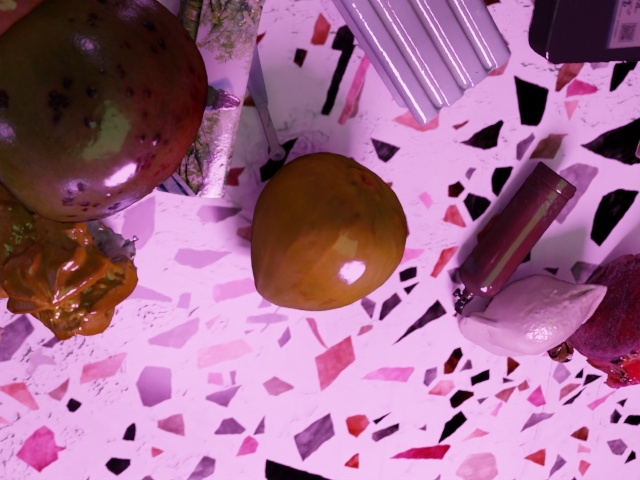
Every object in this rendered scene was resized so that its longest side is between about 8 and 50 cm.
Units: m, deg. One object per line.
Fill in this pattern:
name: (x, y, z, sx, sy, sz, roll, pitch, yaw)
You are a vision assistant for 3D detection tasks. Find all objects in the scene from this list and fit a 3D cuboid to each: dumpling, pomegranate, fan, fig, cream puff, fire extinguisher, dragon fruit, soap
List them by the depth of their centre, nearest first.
pomegranate: (-0.288, -0.165, 1.340, 0.323, 0.291, 0.291, 29, 103, -25)
cream puff: (-0.327, 0.028, 1.495, 0.194, 0.195, 0.221, -39, 125, -1)
fan: (-0.094, -0.218, 1.563, 0.057, 0.023, 0.282, -25, 125, -14)
soap: (0.118, -0.299, 1.579, 0.159, 0.087, 0.265, -39, 129, -2)
fig: (0.009, -0.004, 1.634, 0.207, 0.207, 0.230, -10, 146, -21)
fire extinguisher: (0.283, 0.008, 1.863, 0.268, 0.072, 0.089, -54, 168, 10)
dumpling: (0.344, 0.126, 1.932, 0.215, 0.126, 0.166, -37, 145, -6)
dragon fruit: (0.512, 0.136, 1.980, 0.147, 0.211, 0.282, 29, 129, -30)

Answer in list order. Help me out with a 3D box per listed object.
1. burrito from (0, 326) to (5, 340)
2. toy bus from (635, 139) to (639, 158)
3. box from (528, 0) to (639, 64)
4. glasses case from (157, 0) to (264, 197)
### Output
burrito: (-0.477, 0.170, 1.584, 0.058, 0.045, 0.188, 40, 99, -12)
toy bus: (0.557, -0.213, 1.858, 0.074, 0.081, 0.226, 4, 116, -28)
box: (0.413, -0.415, 1.681, 0.211, 0.058, 0.350, -6, 120, -26)
glasses case: (-0.141, -0.185, 1.517, 0.095, 0.062, 0.272, 3, 119, -19)
